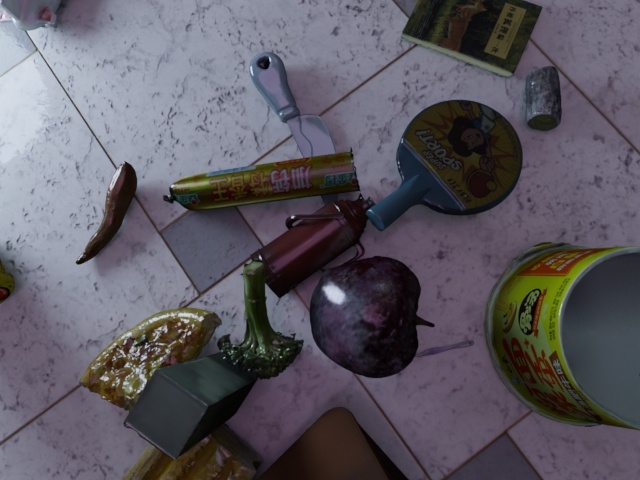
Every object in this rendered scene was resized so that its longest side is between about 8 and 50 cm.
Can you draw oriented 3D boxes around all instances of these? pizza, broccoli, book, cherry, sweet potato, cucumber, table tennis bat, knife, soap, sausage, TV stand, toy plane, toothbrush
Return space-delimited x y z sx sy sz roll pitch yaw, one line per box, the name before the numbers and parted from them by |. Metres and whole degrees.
pizza | -0.296 0.211 0.765 0.291 0.058 0.197 -24 45 11
broccoli | -0.099 0.131 0.742 0.122 0.118 0.204 12 119 37
book | 0.292 -0.424 0.886 0.228 0.024 0.160 25 81 10
cherry | 0.073 0.122 0.735 0.194 0.195 0.195 -1 80 5
sweet potato | -0.402 -0.047 0.872 0.050 0.050 0.215 23 89 9
cucumber | 0.406 -0.260 0.828 0.064 0.064 0.112 5 77 6
table tennis bat | 0.217 -0.126 0.800 0.329 0.044 0.215 -36 81 -16
knife | -0.034 -0.218 0.876 0.080 0.044 0.332 -30 84 -3
soap | -0.243 0.431 0.750 0.173 0.089 0.274 37 85 8
sausage | -0.116 -0.104 0.831 0.370 0.082 0.082 -7 79 8
TV stand | -0.178 0.233 0.686 0.088 0.269 0.083 32 84 10
toy plane | -0.592 -0.550 0.944 0.251 0.118 0.253 -1 77 3
toothbrush | 0.201 0.191 0.790 0.131 0.013 0.011 -12 89 2

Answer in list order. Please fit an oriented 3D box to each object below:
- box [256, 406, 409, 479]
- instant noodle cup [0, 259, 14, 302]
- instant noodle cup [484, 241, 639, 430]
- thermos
box | 0.008 0.458 0.619 0.339 0.239 0.229 -43 104 -4
instant noodle cup | -0.675 0.044 0.824 0.182 0.182 0.144 -31 69 -1
instant noodle cup | 0.423 0.135 0.674 0.310 0.221 0.312 -1 79 4
thermos | 0.001 0.001 0.798 0.231 0.099 0.124 -33 75 -1
